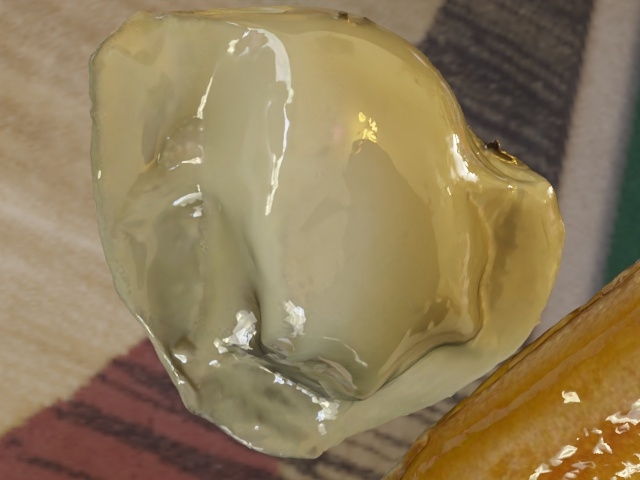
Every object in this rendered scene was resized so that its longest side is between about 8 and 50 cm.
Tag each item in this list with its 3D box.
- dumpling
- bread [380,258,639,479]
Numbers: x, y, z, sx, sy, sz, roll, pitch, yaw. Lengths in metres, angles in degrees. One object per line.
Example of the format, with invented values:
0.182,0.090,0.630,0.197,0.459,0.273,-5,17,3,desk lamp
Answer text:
0.000,0.000,0.616,0.176,0.092,0.150,25,85,-51,dumpling
0.152,0.053,0.540,0.152,0.288,0.119,52,29,7,bread
